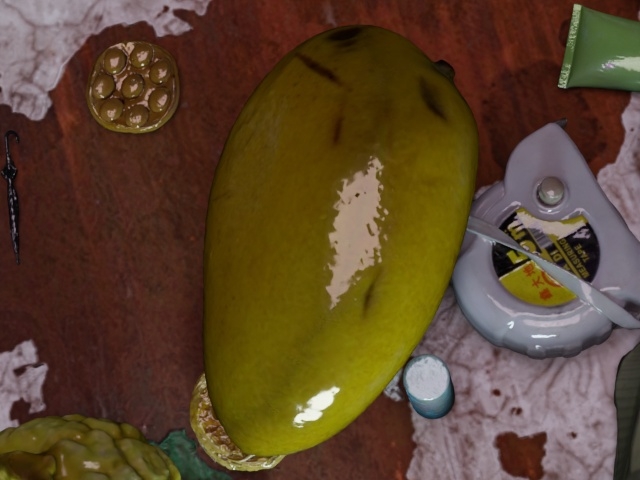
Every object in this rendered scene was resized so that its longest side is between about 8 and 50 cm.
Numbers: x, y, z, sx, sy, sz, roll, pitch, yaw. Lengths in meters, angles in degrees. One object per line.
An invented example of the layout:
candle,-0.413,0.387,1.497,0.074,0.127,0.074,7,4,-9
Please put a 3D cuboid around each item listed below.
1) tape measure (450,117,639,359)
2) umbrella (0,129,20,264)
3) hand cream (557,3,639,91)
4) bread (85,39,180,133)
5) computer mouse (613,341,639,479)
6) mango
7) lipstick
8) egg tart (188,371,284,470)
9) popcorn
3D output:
tape measure,0.228,0.020,1.913,0.197,0.120,0.236,-30,71,-6
umbrella,-0.336,-0.047,2.031,0.022,0.022,0.148,-13,75,41
hand cream,0.347,-0.193,1.987,0.175,0.046,0.095,10,82,13
bread,-0.204,-0.167,2.041,0.110,0.024,0.110,-1,79,4
computer mouse,0.399,0.232,1.844,0.228,0.145,0.428,8,80,4
mango,0.000,0.000,1.865,0.301,0.220,0.445,11,75,47
lipstick,0.110,0.148,1.878,0.048,0.158,0.048,-1,78,6
egg tart,-0.071,0.178,1.943,0.130,0.052,0.130,-1,77,6
popcorn,-0.268,0.277,1.850,0.252,0.205,0.237,7,33,-25
